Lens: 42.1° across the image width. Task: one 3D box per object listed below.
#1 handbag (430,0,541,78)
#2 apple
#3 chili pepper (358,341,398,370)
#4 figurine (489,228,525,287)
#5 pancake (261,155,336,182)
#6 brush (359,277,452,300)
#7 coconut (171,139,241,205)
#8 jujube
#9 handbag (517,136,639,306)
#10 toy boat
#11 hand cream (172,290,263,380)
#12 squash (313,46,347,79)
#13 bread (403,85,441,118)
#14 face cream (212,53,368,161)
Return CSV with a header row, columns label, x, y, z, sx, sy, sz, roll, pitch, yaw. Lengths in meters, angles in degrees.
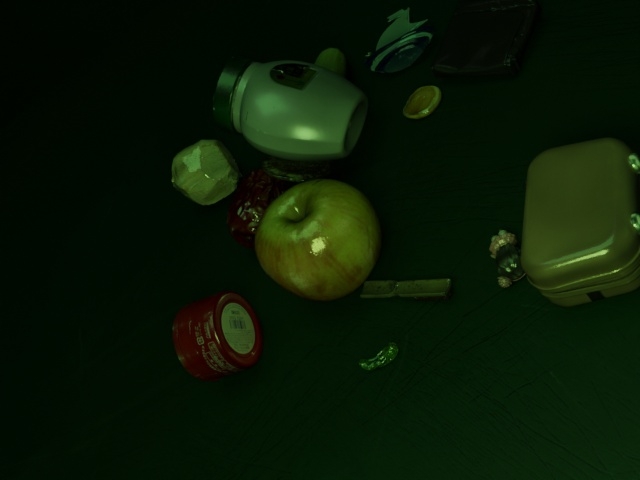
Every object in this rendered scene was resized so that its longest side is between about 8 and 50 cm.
label,x,y,z,sx,sy,sz,roll,pitch,yaw
handbag,0.410,-0.493,2.049,0.247,0.080,0.222,8,69,44
apple,0.000,0.000,1.851,0.286,0.233,0.285,-22,42,21
chili pepper,0.122,0.239,1.692,0.091,0.034,0.030,-34,6,17
figurine,0.362,0.031,1.632,0.072,0.054,0.129,-36,36,19
pancake,-0.054,-0.196,2.162,0.199,0.021,0.199,2,31,-1
brush,0.179,0.107,1.753,0.248,0.036,0.043,-6,48,48
coconut,-0.340,-0.193,2.393,0.194,0.194,0.194,-25,42,25
jujube,-0.156,-0.086,2.146,0.155,0.155,0.230,-22,42,28
handbag,0.507,-0.044,1.491,0.283,0.149,0.301,-17,44,36
toy boat,0.215,-0.579,2.318,0.221,0.067,0.291,-26,39,25
hand cream,-0.232,0.218,1.907,0.125,0.193,0.193,-20,45,26
squash,0.026,-0.485,2.358,0.137,0.137,0.287,-17,44,32
bread,0.256,-0.349,2.098,0.110,0.024,0.110,-24,43,25
face cream,-0.076,-0.339,2.154,0.357,0.219,0.312,16,43,14
